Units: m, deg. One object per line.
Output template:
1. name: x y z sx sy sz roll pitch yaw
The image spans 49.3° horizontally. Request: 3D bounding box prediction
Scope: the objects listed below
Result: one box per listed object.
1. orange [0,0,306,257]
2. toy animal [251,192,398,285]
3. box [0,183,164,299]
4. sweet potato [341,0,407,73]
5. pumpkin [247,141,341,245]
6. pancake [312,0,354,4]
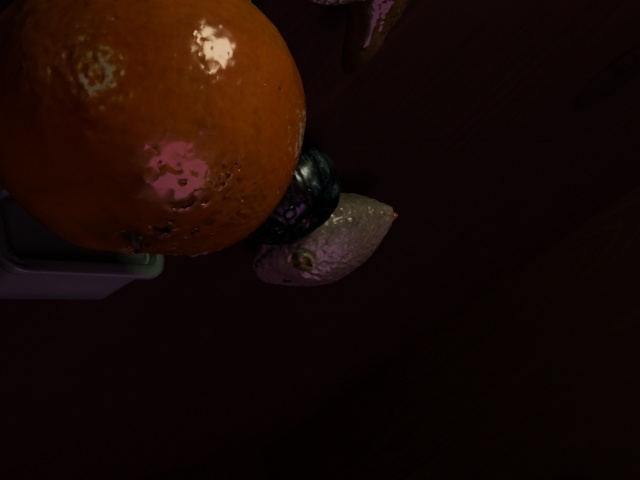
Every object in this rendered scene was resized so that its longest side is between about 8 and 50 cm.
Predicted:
1. orange: -0.220 -0.142 0.894 0.424 0.326 0.424 -4 166 -1
2. toy animal: 0.006 -0.003 1.585 0.358 0.188 0.226 -26 159 -1
3. box: -0.462 0.017 1.232 0.182 0.175 0.312 -33 155 34
4. sweet potato: 0.090 -0.399 1.013 0.114 0.092 0.341 -26 145 -27
5. pumpkin: -0.071 -0.089 1.376 0.233 0.163 0.233 -29 164 -9
6. pancake: 0.048 -0.428 0.865 0.282 0.049 0.282 -3 129 -4
